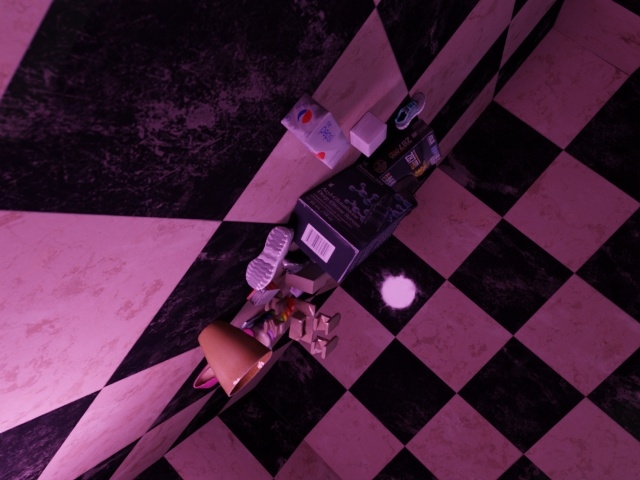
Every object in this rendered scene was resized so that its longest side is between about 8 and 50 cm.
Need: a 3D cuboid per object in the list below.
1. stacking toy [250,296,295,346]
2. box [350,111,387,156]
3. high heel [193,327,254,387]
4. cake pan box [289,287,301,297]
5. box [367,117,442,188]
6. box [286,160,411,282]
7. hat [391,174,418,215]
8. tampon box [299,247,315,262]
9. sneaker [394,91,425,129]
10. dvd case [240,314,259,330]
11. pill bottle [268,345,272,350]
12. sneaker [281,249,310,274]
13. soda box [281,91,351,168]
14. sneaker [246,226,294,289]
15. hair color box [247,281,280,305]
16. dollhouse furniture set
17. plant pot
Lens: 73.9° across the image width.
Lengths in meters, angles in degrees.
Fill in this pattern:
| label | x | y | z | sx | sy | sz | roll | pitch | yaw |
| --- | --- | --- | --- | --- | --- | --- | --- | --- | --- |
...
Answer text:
| label | x | y | z | sx | sy | sz | roll | pitch | yaw |
| --- | --- | --- | --- | --- | --- | --- | --- | --- | --- |
| stacking toy | -0.240 | 0.436 | 2.373 | 0.330 | 0.141 | 0.141 | -43 | 166 | -39 |
| box | 0.167 | -0.370 | 1.487 | 0.102 | 0.087 | 0.101 | -47 | 167 | -5 |
| high heel | -0.464 | 0.581 | 2.070 | 0.377 | 0.127 | 0.181 | -55 | 164 | 18 |
| cake pan box | -0.042 | 0.179 | 2.409 | 0.266 | 0.070 | 0.246 | -30 | 155 | -53 |
| box | 0.414 | -0.379 | 2.044 | 0.318 | 0.097 | 0.395 | -42 | 160 | 11 |
| box | 0.112 | -0.083 | 1.666 | 0.395 | 0.293 | 0.212 | -37 | 163 | -40 |
| hat | 0.405 | -0.177 | 2.168 | 0.331 | 0.134 | 0.331 | -31 | 162 | -11 |
| tampon box | 0.000 | 0.000 | 1.957 | 0.120 | 0.101 | 0.161 | -29 | 157 | -56 |
| sneaker | 0.362 | -0.528 | 1.728 | 0.167 | 0.065 | 0.076 | -55 | 161 | 19 |
| dvd case | -0.368 | 0.429 | 2.182 | 0.087 | 0.013 | 0.119 | -54 | 165 | 22 |
| pill bottle | -0.399 | 0.637 | 2.330 | 0.169 | 0.169 | 0.301 | -51 | 166 | 12 |
| sneaker | -0.120 | 0.111 | 1.894 | 0.106 | 0.101 | 0.267 | -49 | 167 | 10 |
| soda box | -0.002 | -0.289 | 1.166 | 0.098 | 0.091 | 0.286 | -50 | 167 | 6 |
| sneaker | -0.175 | 0.070 | 1.590 | 0.281 | 0.105 | 0.115 | -54 | 165 | 21 |
| hair color box | -0.255 | 0.239 | 1.925 | 0.093 | 0.053 | 0.167 | -49 | 168 | 6 |
| dollhouse furniture set | -0.059 | 0.316 | 2.154 | 0.256 | 0.361 | 0.395 | -29 | 130 | -56 |
| plant pot | -0.365 | 0.448 | 1.720 | 0.237 | 0.254 | 0.237 | -45 | 166 | -15 |
